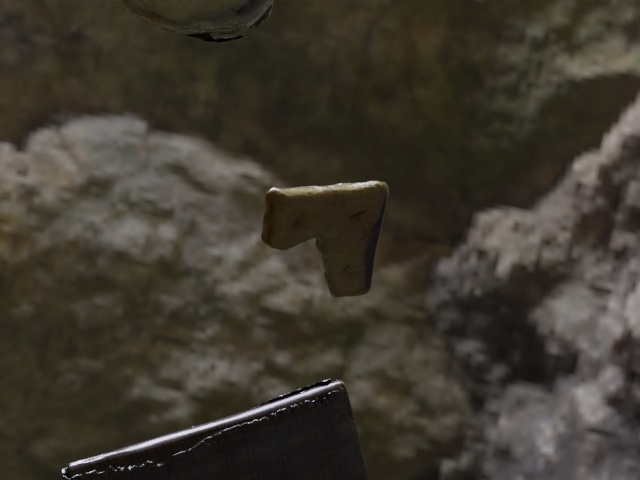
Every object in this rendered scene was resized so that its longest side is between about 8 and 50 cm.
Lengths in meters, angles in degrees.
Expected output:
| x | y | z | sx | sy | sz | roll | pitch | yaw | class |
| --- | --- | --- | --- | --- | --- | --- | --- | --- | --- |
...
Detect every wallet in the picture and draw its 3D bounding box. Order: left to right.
| x | y | z | sx | sy | sz | roll | pitch | yaw | class |
| --- | --- | --- | --- | --- | --- | --- | --- | --- | --- |
| -0.075 | 0.195 | 1.433 | 0.042 | 0.230 | 0.124 | -162 | 56 | -69 | wallet |

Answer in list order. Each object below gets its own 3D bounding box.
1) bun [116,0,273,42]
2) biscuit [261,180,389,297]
| x | y | z | sx | sy | sz | roll | pitch | yaw | class |
| --- | --- | --- | --- | --- | --- | --- | --- | --- | --- |
| -0.129 | -0.335 | 2.082 | 0.141 | 0.239 | 0.239 | -12 | -65 | -80 | bun |
| 0.000 | 0.000 | 2.462 | 0.039 | 0.183 | 0.174 | 52 | 135 | 50 | biscuit |
